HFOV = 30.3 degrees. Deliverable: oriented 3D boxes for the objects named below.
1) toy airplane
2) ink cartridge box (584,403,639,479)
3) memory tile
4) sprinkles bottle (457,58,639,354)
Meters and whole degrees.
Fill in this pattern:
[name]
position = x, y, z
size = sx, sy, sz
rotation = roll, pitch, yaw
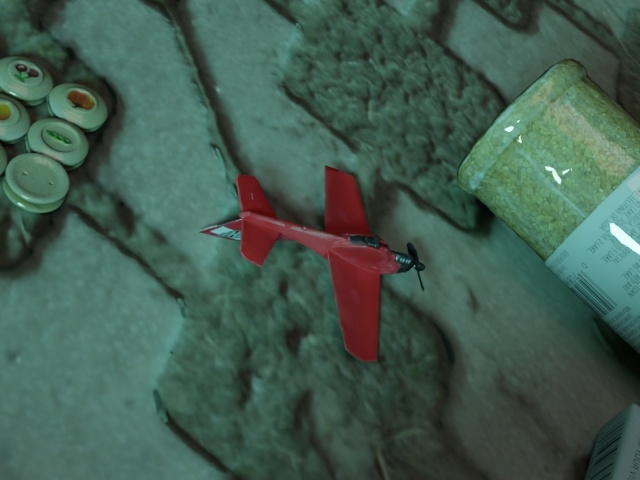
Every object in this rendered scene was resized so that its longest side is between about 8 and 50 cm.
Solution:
[toy airplane]
position = 0.000, 0.000, 0.733
size = 0.151, 0.028, 0.151
rotation = 17, 48, -19
[ink cartridge box]
position = 0.232, 0.233, 0.659
size = 0.224, 0.045, 0.223
rotation = 35, 43, -1
[memory tile]
position = -0.204, -0.081, 0.691
size = 0.148, 0.012, 0.113
rotation = 26, 44, -10
[sprinkles bottle]
position = 0.255, 0.036, 0.789
size = 0.355, 0.121, 0.121
rotation = 44, 44, 10
